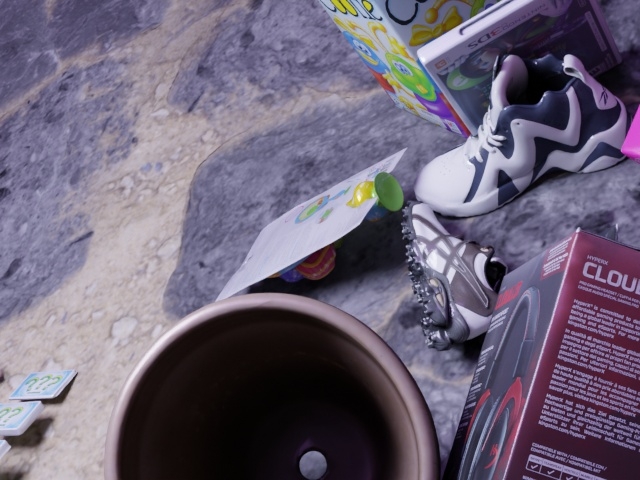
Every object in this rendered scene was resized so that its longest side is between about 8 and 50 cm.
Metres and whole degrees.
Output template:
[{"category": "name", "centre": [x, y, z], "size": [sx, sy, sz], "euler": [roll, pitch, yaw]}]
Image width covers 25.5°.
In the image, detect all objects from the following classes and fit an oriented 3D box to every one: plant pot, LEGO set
[{"category": "plant pot", "centre": [-0.026, 0.187, 1.182], "size": [0.263, 0.229, 0.263], "euler": [-1, 81, 8]}, {"category": "LEGO set", "centre": [-0.425, 0.196, 1.637], "size": [0.244, 0.060, 0.182], "euler": [-7, 30, 36]}]

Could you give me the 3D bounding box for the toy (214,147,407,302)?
[{"category": "toy", "centre": [0.000, 0.000, 1.490], "size": [0.237, 0.056, 0.137], "euler": [-33, 18, 42]}]

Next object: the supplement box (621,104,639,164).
[{"category": "supplement box", "centre": [0.375, -0.148, 1.245], "size": [0.111, 0.114, 0.220], "euler": [21, 89, 48]}]

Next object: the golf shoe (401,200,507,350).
[{"category": "golf shoe", "centre": [0.132, 0.028, 1.373], "size": [0.094, 0.077, 0.198], "euler": [-12, 41, 0]}]

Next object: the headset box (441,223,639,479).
[{"category": "headset box", "centre": [0.178, 0.132, 1.052], "size": [0.218, 0.110, 0.293], "euler": [124, 165, -78]}]

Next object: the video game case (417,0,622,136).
[{"category": "video game case", "centre": [0.203, -0.183, 1.407], "size": [0.173, 0.190, 0.022], "euler": [-29, 61, 11]}]

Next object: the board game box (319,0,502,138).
[{"category": "board game box", "centre": [0.100, -0.262, 1.496], "size": [0.144, 0.275, 0.142], "euler": [-48, 39, -8]}]

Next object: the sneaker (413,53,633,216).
[{"category": "sneaker", "centre": [0.175, -0.116, 1.394], "size": [0.235, 0.153, 0.094], "euler": [-13, 45, 31]}]
